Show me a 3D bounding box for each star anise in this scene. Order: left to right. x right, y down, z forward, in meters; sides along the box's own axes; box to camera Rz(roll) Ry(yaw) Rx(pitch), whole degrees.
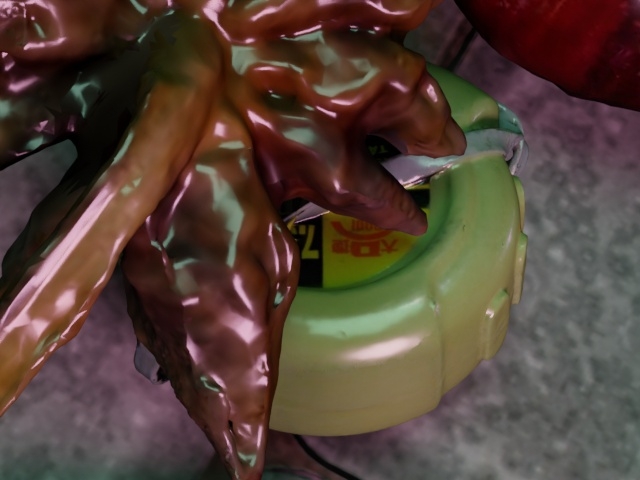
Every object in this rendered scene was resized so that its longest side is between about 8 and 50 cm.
[{"bbox_3d":[-0.060,-0.064,0.711,0.349,0.109,0.292,-34,84,-16],"label":"star anise"}]

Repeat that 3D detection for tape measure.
[{"bbox_3d":[0.000,0.000,0.821,0.200,0.106,0.175,-5,56,-5],"label":"tape measure"}]

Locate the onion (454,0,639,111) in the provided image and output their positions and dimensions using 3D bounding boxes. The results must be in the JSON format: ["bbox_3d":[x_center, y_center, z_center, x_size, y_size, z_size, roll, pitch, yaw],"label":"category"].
[{"bbox_3d":[0.165,-0.175,0.867,0.252,0.219,0.252,7,61,-13],"label":"onion"}]
